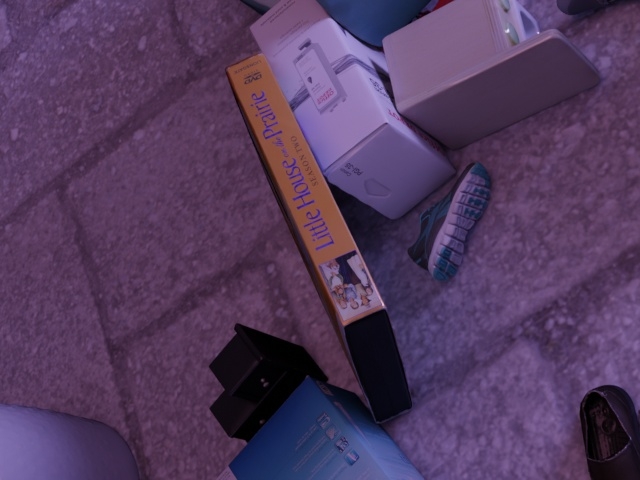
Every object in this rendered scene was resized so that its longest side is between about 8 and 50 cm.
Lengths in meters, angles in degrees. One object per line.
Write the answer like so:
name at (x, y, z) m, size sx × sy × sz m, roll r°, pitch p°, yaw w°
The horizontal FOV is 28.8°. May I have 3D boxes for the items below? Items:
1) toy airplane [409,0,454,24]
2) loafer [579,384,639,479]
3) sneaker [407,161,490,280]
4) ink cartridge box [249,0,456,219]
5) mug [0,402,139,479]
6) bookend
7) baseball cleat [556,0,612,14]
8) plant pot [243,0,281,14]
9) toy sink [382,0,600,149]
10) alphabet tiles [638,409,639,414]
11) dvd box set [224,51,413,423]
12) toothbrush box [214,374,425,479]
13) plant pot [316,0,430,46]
toy airplane at (0.183, -0.309, 1.780) m, size 0.151 × 0.028 × 0.151 m, roll -13°, pitch 66°, yaw 31°
loafer at (0.339, 0.269, 1.437) m, size 0.080 × 0.078 × 0.220 m, roll -28°, pitch 60°, yaw 25°
sneaker at (0.167, -0.033, 1.677) m, size 0.076 × 0.065 × 0.167 m, roll 24°, pitch 87°, yaw 42°
ink cartridge box at (0.046, -0.192, 1.724) m, size 0.117 × 0.207 × 0.283 m, roll -37°, pitch 57°, yaw 18°
mug at (-0.440, 0.390, 1.788) m, size 0.374 × 0.328 × 0.276 m, roll 28°, pitch 92°, yaw 38°
bookend at (-0.098, 0.209, 1.719) m, size 0.156 × 0.157 × 0.072 m, roll -49°, pitch 53°, yaw 11°
baseball cleat at (0.405, -0.337, 1.605) m, size 0.206 × 0.072 × 0.109 m, roll -34°, pitch 58°, yaw 23°
plant pot at (-0.078, -0.432, 1.928) m, size 0.234 × 0.165 × 0.165 m, roll 44°, pitch 101°, yaw 30°
toy sink at (0.225, -0.243, 1.650) m, size 0.234 × 0.152 × 0.131 m, roll -24°, pitch 61°, yaw 28°
alphabet tiles at (0.527, 0.192, 1.375) m, size 0.285 × 0.011 × 0.343 m, roll -43°, pitch 55°, yaw 16°
dvd box set at (0.000, 0.000, 1.634) m, size 0.062 × 0.308 × 0.420 m, roll -23°, pitch 59°, yaw -2°
toothbrush box at (0.025, 0.357, 1.599) m, size 0.216 × 0.126 × 0.295 m, roll -50°, pitch 52°, yaw 10°
plant pot at (0.087, -0.456, 1.722) m, size 0.235 × 0.293 × 0.293 m, roll -38°, pitch 56°, yaw 24°
